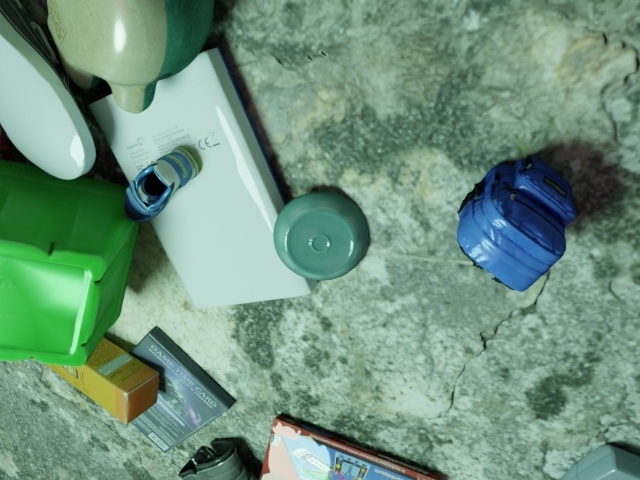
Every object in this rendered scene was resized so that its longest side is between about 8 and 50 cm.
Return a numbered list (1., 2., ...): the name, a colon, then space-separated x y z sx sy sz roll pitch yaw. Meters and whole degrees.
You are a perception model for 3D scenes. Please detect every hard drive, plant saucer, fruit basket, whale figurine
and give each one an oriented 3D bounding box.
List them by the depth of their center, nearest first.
1. whale figurine: -0.214 -0.251 0.563 0.271 0.141 0.217 -3 108 53
2. plant saucer: 0.000 0.000 0.631 0.119 0.021 0.120 1 112 2
3. hard drive: -0.152 -0.060 0.683 0.210 0.040 0.319 -10 113 30
4. fruit basket: -0.465 0.010 0.747 0.391 0.392 0.283 24 109 11

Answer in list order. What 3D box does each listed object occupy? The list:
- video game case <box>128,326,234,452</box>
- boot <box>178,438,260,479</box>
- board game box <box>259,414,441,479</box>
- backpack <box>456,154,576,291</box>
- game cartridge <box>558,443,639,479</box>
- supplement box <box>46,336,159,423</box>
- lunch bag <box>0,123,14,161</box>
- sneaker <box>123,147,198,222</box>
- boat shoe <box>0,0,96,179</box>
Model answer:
1. video game case: -0.303 0.293 0.976 0.196 0.026 0.274 45 126 -4
2. boot: -0.113 0.465 0.938 0.338 0.118 0.223 -28 98 30
3. board game box: 0.038 0.400 0.830 0.281 0.027 0.145 14 92 18
4. backpack: 0.186 -0.020 0.495 0.097 0.120 0.101 34 127 5
5. game cartridge: 0.401 0.399 0.685 0.195 0.060 0.295 16 124 12
6. supplement box: -0.401 0.228 0.928 0.233 0.080 0.078 23 120 21
7. lunch bag: -0.582 -0.224 0.742 0.293 0.120 0.258 45 128 -5
8. sneaker: -0.216 -0.063 0.648 0.053 0.059 0.144 48 128 -9
9. boat shoe: -0.371 -0.215 0.655 0.108 0.102 0.301 -38 91 29
